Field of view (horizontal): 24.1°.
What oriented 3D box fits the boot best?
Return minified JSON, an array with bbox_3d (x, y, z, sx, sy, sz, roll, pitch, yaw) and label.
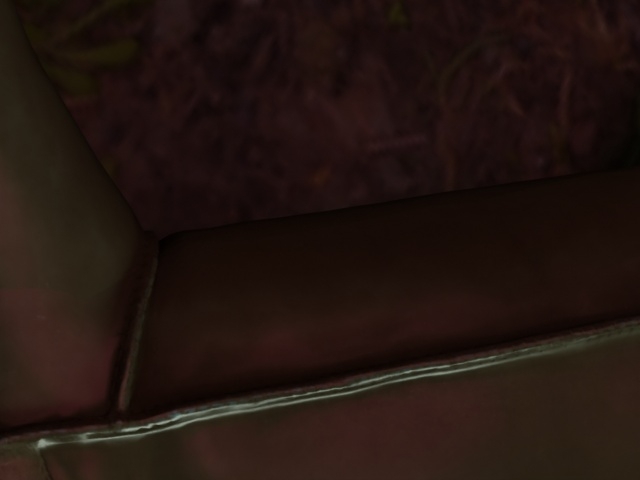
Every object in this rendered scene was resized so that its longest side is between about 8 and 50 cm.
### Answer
[{"bbox_3d":[0.000,0.000,0.417,0.270,0.089,0.236,-6,92,-20],"label":"boot"}]
